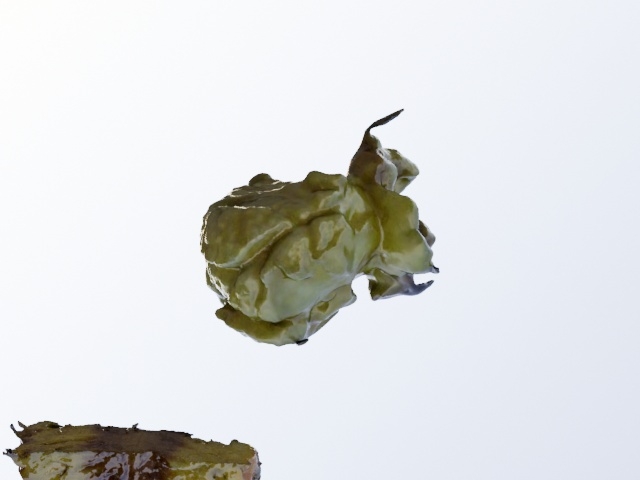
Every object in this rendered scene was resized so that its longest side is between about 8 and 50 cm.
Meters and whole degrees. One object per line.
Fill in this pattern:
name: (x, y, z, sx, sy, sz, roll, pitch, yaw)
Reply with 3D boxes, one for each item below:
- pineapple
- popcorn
pineapple: (-0.169, 0.238, 1.613, 0.233, 0.135, 0.079, 8, -157, 3)
popcorn: (-0.003, -0.002, 1.486, 0.195, 0.173, 0.168, -16, 168, 6)
